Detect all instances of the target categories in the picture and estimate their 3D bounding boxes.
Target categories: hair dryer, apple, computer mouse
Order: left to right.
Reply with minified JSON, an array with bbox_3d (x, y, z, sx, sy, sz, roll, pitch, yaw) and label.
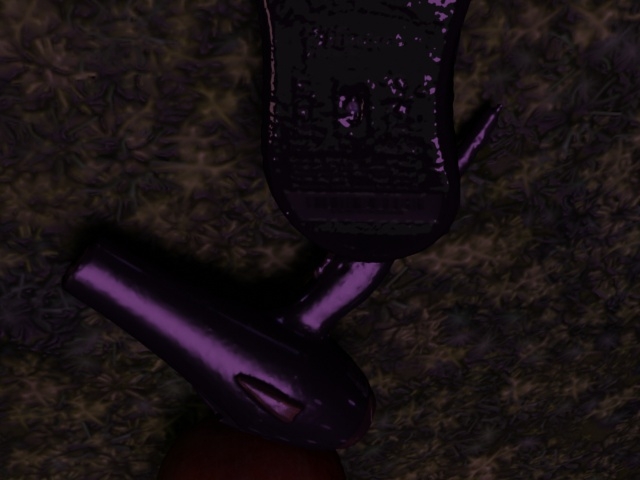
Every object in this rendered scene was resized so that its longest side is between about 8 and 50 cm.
[{"bbox_3d":[-0.064,0.258,0.901,0.188,0.174,0.188,-3,148,-2],"label":"apple"},{"bbox_3d":[0.000,0.000,0.780,0.303,0.120,0.359,38,101,-24],"label":"hair dryer"},{"bbox_3d":[0.030,-0.110,0.670,0.146,0.088,0.264,3,128,4],"label":"computer mouse"}]
